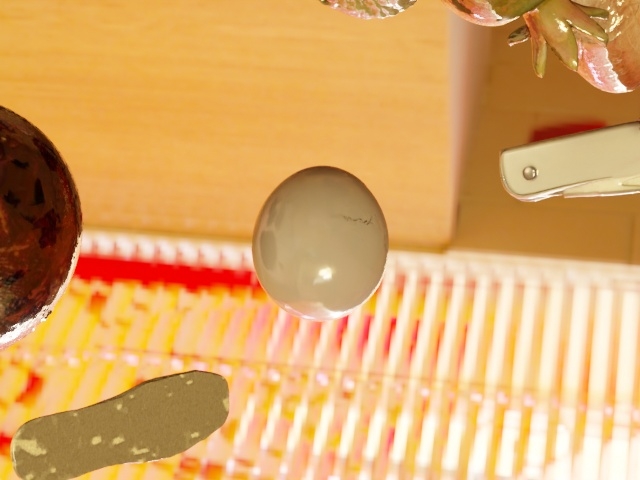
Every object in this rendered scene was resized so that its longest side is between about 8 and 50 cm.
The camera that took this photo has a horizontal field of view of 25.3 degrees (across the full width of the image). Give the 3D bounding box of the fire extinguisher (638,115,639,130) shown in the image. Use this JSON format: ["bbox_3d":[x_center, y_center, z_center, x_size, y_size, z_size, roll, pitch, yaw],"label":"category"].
[{"bbox_3d":[0.319,-0.092,1.275,0.022,0.083,0.028,-64,4,-9],"label":"fire extinguisher"}]

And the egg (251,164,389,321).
[{"bbox_3d":[0.000,0.000,1.524,0.199,0.146,0.146,-87,-7,-47],"label":"egg"}]

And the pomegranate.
[{"bbox_3d":[0.177,-0.240,1.238,0.191,0.152,0.131,47,-164,-27],"label":"pomegranate"}]

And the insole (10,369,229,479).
[{"bbox_3d":[-0.185,0.178,1.366,0.248,0.011,0.081,-11,-80,-40],"label":"insole"}]

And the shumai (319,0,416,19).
[{"bbox_3d":[0.034,-0.426,1.918,0.189,0.256,0.218,127,161,-53],"label":"shumai"}]

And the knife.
[{"bbox_3d":[0.298,-0.078,1.345,0.040,0.265,0.073,2,-99,-66],"label":"knife"}]

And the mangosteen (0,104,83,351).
[{"bbox_3d":[-0.414,-0.015,1.545,0.330,0.330,0.330,5,-90,-78],"label":"mangosteen"}]

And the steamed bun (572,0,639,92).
[{"bbox_3d":[0.298,-0.255,1.474,0.145,0.106,0.175,39,-115,-56],"label":"steamed bun"}]
